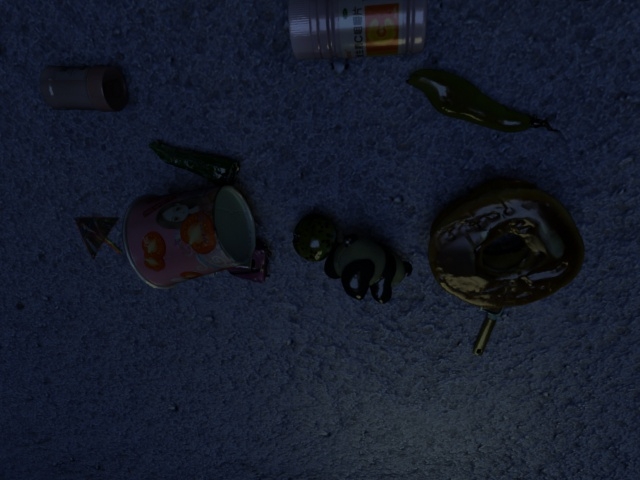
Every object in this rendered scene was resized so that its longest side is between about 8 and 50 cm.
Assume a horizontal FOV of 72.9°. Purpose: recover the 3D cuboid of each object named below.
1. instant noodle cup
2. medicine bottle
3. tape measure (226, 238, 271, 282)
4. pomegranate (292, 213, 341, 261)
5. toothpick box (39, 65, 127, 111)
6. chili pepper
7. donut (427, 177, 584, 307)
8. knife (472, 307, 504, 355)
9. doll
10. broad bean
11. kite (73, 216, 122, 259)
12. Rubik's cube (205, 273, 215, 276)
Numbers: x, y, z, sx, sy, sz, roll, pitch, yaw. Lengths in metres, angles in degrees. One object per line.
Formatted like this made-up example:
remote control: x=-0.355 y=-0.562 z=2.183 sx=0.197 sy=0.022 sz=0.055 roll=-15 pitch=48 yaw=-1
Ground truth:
instant noodle cup: x=-0.297 y=-0.015 z=1.041 sx=0.231 sy=0.243 sz=0.243 roll=-10 pitch=118 yaw=19
medicine bottle: x=0.071 y=-0.418 z=0.823 sx=0.249 sy=0.133 sz=0.133 roll=1 pitch=120 yaw=8
tape measure: x=-0.194 y=0.050 z=1.171 sx=0.125 sy=0.074 sz=0.118 roll=6 pitch=120 yaw=2
pomegranate: x=0.000 y=0.000 z=1.099 sx=0.161 sy=0.122 sz=0.122 roll=27 pitch=125 yaw=-39
toothpick box: x=-0.530 y=-0.342 z=0.976 sx=0.148 sy=0.098 sz=0.098 roll=3 pitch=121 yaw=7
chili pepper: x=-0.314 y=-0.196 z=1.060 sx=0.226 sy=0.059 sz=0.088 roll=22 pitch=121 yaw=-1
donut: x=0.418 y=0.001 z=1.007 sx=0.329 sy=0.160 sz=0.330 roll=5 pitch=126 yaw=7
knife: x=0.467 y=0.188 z=1.182 sx=0.061 sy=0.027 sz=0.343 roll=12 pitch=121 yaw=6
doll: x=0.120 y=0.068 z=1.066 sx=0.234 sy=0.143 sz=0.135 roll=19 pitch=104 yaw=-43
broad bean: x=0.331 y=-0.282 z=0.908 sx=0.325 sy=0.067 sz=0.075 roll=18 pitch=151 yaw=-5
kite: x=-0.636 y=-0.014 z=1.238 sx=0.159 sy=0.010 sz=0.190 roll=36 pitch=120 yaw=-13
Rubik's cube: x=-0.313 y=0.062 z=1.197 sx=0.084 sy=0.073 sz=0.075 roll=-12 pitch=117 yaw=18
